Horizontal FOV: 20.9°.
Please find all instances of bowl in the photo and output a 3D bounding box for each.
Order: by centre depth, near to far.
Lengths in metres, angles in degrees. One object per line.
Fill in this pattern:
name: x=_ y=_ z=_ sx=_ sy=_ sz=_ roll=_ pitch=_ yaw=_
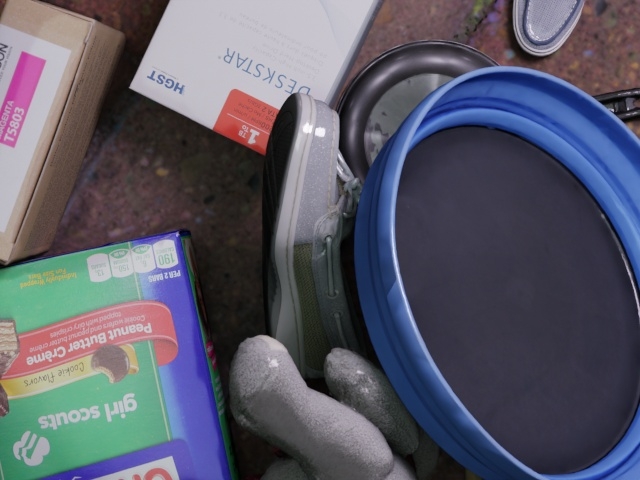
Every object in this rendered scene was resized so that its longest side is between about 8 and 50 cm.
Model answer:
bowl: x=0.192 y=0.041 z=1.527 sx=0.077 sy=0.391 sz=0.391 roll=-29 pitch=90 yaw=48

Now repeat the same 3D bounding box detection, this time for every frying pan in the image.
frying pan: x=0.170 y=-0.083 z=1.672 sx=0.326 sy=0.053 sz=0.197 roll=12 pitch=94 yaw=6

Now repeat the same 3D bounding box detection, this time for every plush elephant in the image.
plush elephant: x=0.018 y=0.196 z=1.558 sx=0.330 sy=0.255 sz=0.272 roll=17 pitch=111 yaw=-10

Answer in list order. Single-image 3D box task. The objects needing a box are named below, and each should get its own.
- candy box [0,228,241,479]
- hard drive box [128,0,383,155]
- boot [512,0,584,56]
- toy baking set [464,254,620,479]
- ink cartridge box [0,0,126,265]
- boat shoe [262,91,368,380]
candy box: x=-0.225 y=0.169 z=1.665 sx=0.268 sy=0.122 sz=0.317 roll=-12 pitch=93 yaw=4
hard drive box: x=-0.048 y=-0.210 z=1.649 sx=0.181 sy=0.089 sz=0.232 roll=25 pitch=98 yaw=1
boot: x=0.231 y=-0.268 z=1.637 sx=0.069 sy=0.086 sz=0.190 roll=17 pitch=93 yaw=3
toy baking set: x=0.226 y=0.144 z=1.685 sx=0.196 sy=0.030 sz=0.256 roll=-7 pitch=98 yaw=-2
ink cartridge box: x=-0.271 y=-0.104 z=1.622 sx=0.088 sy=0.193 sz=0.235 roll=21 pitch=93 yaw=2
boat shoe: x=0.000 y=0.003 z=1.599 sx=0.103 sy=0.118 sz=0.320 roll=-3 pitch=126 yaw=-6
